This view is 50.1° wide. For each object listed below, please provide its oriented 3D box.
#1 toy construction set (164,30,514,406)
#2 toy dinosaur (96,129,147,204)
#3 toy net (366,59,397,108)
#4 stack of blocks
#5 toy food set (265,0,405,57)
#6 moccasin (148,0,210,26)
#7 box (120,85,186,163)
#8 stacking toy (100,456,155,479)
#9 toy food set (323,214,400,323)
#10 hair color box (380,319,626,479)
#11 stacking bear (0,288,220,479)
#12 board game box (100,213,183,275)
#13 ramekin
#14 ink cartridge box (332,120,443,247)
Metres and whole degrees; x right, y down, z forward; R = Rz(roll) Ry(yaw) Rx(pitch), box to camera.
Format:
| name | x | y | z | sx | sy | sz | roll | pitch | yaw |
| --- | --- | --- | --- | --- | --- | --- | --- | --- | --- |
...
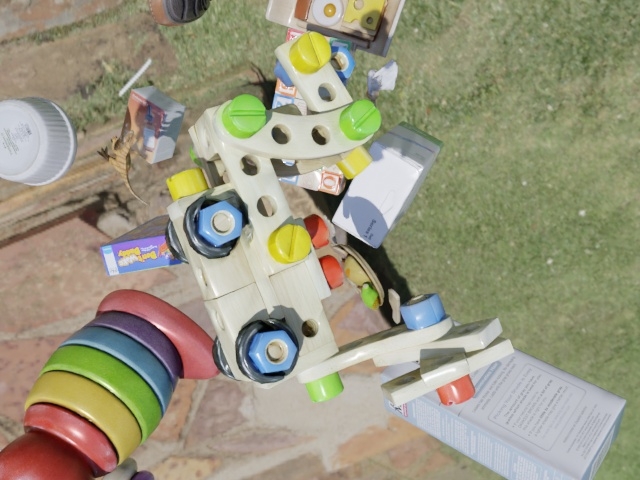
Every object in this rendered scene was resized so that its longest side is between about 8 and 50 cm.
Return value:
| name | x | y | z | sx | sy | sz | roll | pitch | yaw |
| --- | --- | --- | --- | --- | --- | --- | --- | --- | --- |
| toy construction set | 0.000 | 0.000 | 0.556 | 0.215 | 0.327 | 0.151 | -23 | 168 | -27 |
| toy dinosaur | -0.455 | -0.173 | 1.570 | 0.064 | 0.112 | 0.211 | -30 | 154 | -28 |
| toy net | 0.081 | -0.296 | 1.484 | 0.122 | 0.045 | 0.232 | 19 | 105 | -47 |
| stack of blocks | -0.006 | -0.258 | 1.382 | 0.171 | 0.087 | 0.297 | 14 | 104 | 7 |
| toy food set | 0.044 | -0.544 | 1.481 | 0.092 | 0.306 | 0.219 | -16 | 127 | -64 |
| moccasin | -0.293 | -0.555 | 1.388 | 0.147 | 0.379 | 0.139 | -1 | 142 | 5 |
| box | -0.472 | -0.326 | 1.922 | 0.091 | 0.130 | 0.170 | -33 | 151 | -54 |
| stacking toy | -0.203 | 0.472 | 1.034 | 0.330 | 0.141 | 0.141 | 33 | 123 | 2 |
| toy food set | 0.056 | 0.059 | 1.124 | 0.039 | 0.192 | 0.132 | -35 | 151 | -11 |
| hair color box | 0.314 | 0.292 | 1.221 | 0.185 | 0.375 | 0.113 | -42 | 140 | -32 |
| stacking bear | -0.268 | 0.208 | 0.800 | 0.176 | 0.289 | 0.164 | -17 | 118 | 34 |
| board game box | -0.387 | -0.009 | 1.808 | 0.234 | 0.347 | 0.078 | -9 | 102 | 13 |
| ramekin | -0.676 | -0.228 | 1.564 | 0.207 | 0.207 | 0.109 | -32 | 178 | 14 |
| ink cartridge box | 0.152 | -0.129 | 1.485 | 0.117 | 0.278 | 0.201 | 31 | 115 | 7 |
